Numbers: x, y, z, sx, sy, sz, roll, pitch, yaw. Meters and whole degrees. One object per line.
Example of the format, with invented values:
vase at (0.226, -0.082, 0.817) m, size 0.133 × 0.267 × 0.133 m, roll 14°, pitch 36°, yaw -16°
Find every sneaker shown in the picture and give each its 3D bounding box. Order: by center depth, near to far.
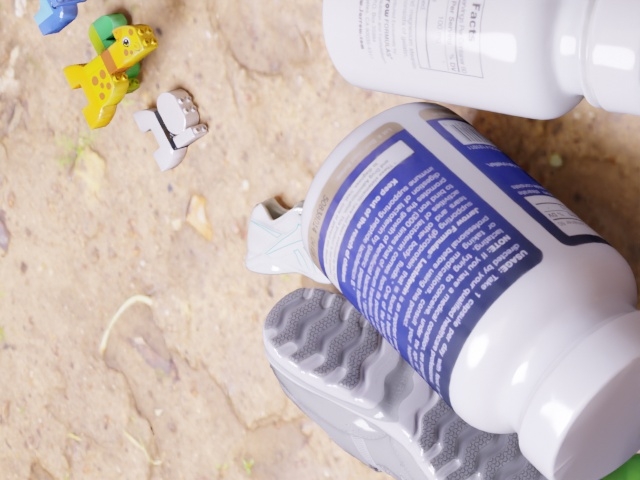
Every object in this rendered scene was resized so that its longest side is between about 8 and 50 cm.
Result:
sneaker at (0.079, 0.143, 1.140) m, size 0.281 × 0.105 × 0.115 m, roll 37°, pitch 155°, yaw 17°
sneaker at (0.000, 0.000, 1.161) m, size 0.152 × 0.053 × 0.061 m, roll 7°, pitch 104°, yaw 34°

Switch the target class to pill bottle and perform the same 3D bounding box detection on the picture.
pill bottle at (0.128, -0.151, 0.979) m, size 0.229 × 0.131 × 0.131 m, roll 14°, pitch 111°, yaw 32°
pill bottle at (0.117, 0.034, 0.990) m, size 0.265 × 0.153 × 0.153 m, roll 46°, pitch 126°, yaw 36°

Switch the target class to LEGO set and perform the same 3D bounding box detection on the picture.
LEGO set at (-0.168, -0.172, 1.209) m, size 0.093 × 0.087 × 0.227 m, roll -29°, pitch 87°, yaw 37°

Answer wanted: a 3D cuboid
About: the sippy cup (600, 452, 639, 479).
sippy cup at (0.274, 0.292, 0.946) m, size 0.305 × 0.224 × 0.240 m, roll 15°, pitch 111°, yaw 32°
